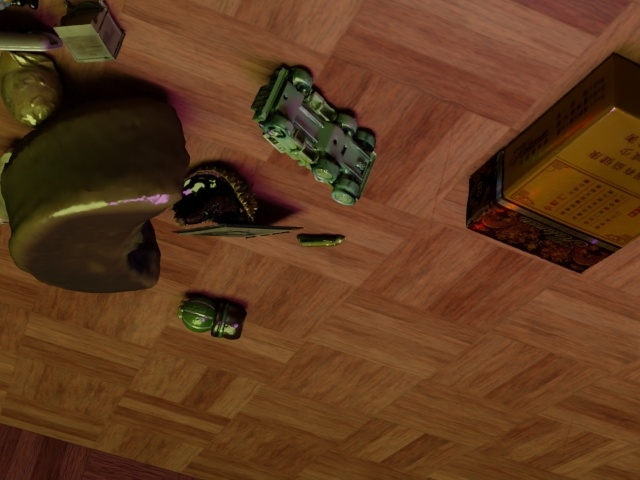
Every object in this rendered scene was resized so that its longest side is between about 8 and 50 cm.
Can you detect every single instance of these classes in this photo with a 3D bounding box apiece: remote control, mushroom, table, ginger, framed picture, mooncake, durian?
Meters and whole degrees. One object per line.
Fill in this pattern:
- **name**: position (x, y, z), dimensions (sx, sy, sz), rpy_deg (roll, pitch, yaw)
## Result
- **remote control**: position (-0.591, -0.339, 1.619), dimensions (0.313, 0.109, 0.055), rpy_deg (2, 103, 0)
- **mushroom**: position (-0.618, -0.104, 2.016), dimensions (0.108, 0.096, 0.247), rpy_deg (-2, 160, -29)
- **table**: position (-0.372, -0.339, 1.590), dimensions (0.079, 0.062, 0.083), rpy_deg (-1, 147, 20)
- **ginger**: position (-0.517, -0.239, 1.755), dimensions (0.115, 0.122, 0.193), rpy_deg (-1, 159, -21)
- **framed picture**: position (-0.167, -0.018, 1.974), dimensions (0.195, 0.010, 0.199), rpy_deg (2, 174, -41)
- **mooncake**: position (-0.378, -0.082, 1.810), dimensions (0.394, 0.246, 0.393), rpy_deg (-26, 157, 22)
- **durian**: position (-0.195, -0.088, 1.932), dimensions (0.186, 0.119, 0.108), rpy_deg (-5, -179, 27)

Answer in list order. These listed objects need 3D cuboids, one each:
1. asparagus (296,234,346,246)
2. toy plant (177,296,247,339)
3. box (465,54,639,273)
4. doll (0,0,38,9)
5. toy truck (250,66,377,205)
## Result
- **asparagus**: position (0.000, 0.000, 2.056), dimensions (0.108, 0.021, 0.025), rpy_deg (0, 146, 17)
- **toy plant**: position (-0.262, 0.183, 2.367), dimensions (0.162, 0.093, 0.093), rpy_deg (15, 148, -2)
- **box**: position (0.458, -0.108, 1.654), dimensions (0.264, 0.116, 0.415), rpy_deg (20, 148, -16)
- **doll**: position (-0.552, -0.385, 1.575), dimensions (0.195, 0.070, 0.096), rpy_deg (0, 178, 11)
- **toy truck**: position (-0.026, -0.173, 1.698), dimensions (0.135, 0.128, 0.259), rpy_deg (1, 150, 42)
